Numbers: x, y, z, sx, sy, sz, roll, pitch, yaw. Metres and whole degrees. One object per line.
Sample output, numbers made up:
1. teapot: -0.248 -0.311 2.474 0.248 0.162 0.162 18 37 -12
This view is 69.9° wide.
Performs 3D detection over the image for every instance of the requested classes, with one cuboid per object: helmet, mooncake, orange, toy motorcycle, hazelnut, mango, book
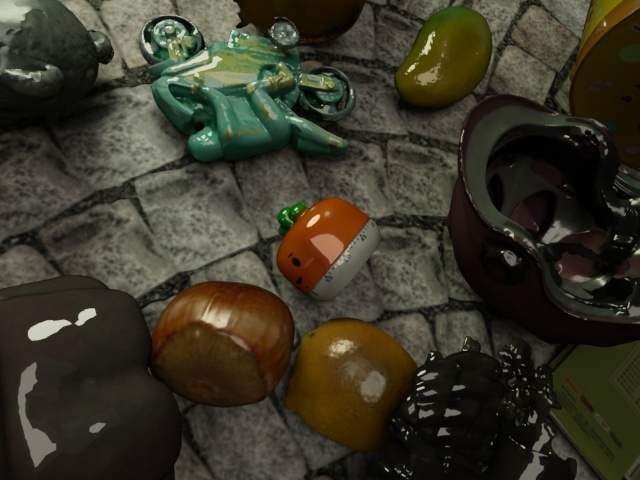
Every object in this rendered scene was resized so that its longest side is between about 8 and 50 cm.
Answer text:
1. helmet: 0.287 -0.007 0.589 0.338 0.197 0.271 36 61 7
2. mooncake: -0.224 0.153 0.406 0.134 0.245 0.244 -14 77 -39
3. orange: 0.047 0.165 0.534 0.170 0.112 0.159 -7 75 -27
4. toy motorcycle: -0.099 -0.189 0.601 0.297 0.109 0.198 10 74 -9
5. hazelnut: -0.102 0.103 0.500 0.151 0.150 0.150 4 73 -12
6. mango: 0.195 -0.277 0.711 0.122 0.085 0.191 32 79 -13
7. book: 0.483 0.196 0.660 0.352 0.035 0.239 -36 86 -20

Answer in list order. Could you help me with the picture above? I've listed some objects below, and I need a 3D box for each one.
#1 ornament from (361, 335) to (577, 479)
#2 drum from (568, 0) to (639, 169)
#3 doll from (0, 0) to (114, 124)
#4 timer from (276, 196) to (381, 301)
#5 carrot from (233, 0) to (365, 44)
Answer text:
1. ornament: 0.175 0.213 0.494 0.251 0.106 0.260 31 70 -18
2. drum: 0.583 -0.275 0.619 0.432 0.431 0.214 24 73 -5
3. doll: -0.421 -0.220 0.534 0.341 0.158 0.245 7 40 4
4. timer: 0.000 0.000 0.570 0.136 0.099 0.136 10 65 -21
5. carrot: -0.024 -0.483 0.643 0.225 0.224 0.340 7 76 -11
